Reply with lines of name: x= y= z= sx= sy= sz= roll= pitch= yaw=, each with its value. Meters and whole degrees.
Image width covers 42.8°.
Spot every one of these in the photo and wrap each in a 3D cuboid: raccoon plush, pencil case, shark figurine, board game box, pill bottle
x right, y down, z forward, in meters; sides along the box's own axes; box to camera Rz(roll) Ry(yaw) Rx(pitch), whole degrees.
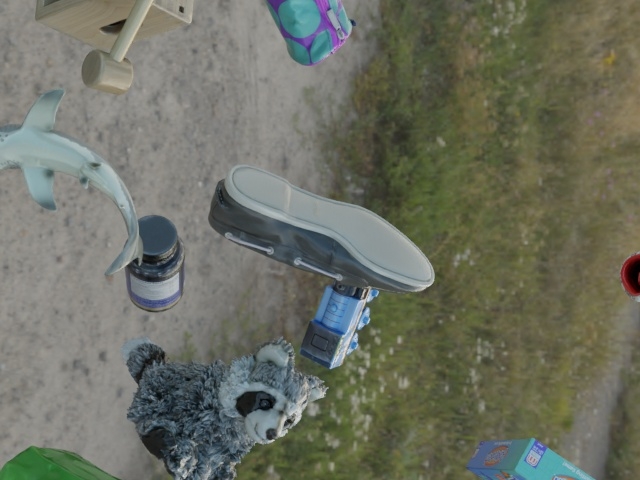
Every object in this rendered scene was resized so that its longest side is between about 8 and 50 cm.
raccoon plush: x=-0.201 y=0.231 z=1.495 sx=0.299 sy=0.446 sz=0.216 roll=-42 pitch=143 yaw=-1
pencil case: x=-0.022 y=-0.224 z=0.676 sx=0.064 sy=0.070 sz=0.151 roll=-48 pitch=136 yaw=-21
shark figurine: x=-0.314 y=-0.088 z=1.062 sx=0.278 sy=0.116 sz=0.166 roll=35 pitch=94 yaw=-18
board game box: x=0.282 y=0.308 z=1.006 sx=0.047 sy=0.160 sz=0.210 roll=-55 pitch=175 yaw=-16
pill bottle: x=-0.336 y=0.046 z=1.655 sx=0.219 sy=0.123 sz=0.123 roll=105 pitch=3 yaw=-56

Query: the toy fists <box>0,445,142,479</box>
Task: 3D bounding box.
toy fists: x=-0.124 y=0.239 z=0.598 sx=0.096 sy=0.142 sz=0.279 roll=-62 pitch=156 yaw=-18

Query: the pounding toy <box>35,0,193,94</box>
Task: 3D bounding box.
pounding toy: x=-0.166 y=-0.223 z=0.742 sx=0.094 sy=0.181 sz=0.206 roll=16 pitch=74 yaw=-52

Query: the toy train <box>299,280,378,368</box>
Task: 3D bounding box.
toy train: x=0.035 y=0.121 z=1.345 sx=0.105 sy=0.080 sz=0.184 roll=-6 pitch=118 yaw=-67

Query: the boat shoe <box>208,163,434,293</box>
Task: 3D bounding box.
boat shoe: x=0.000 y=0.000 z=1.162 sx=0.335 sy=0.095 sz=0.112 roll=25 pitch=41 yaw=-13

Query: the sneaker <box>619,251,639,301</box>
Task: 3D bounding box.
sneaker: x=0.550 y=0.094 z=1.167 sx=0.145 sy=0.270 sz=0.090 roll=16 pitch=103 yaw=-26
